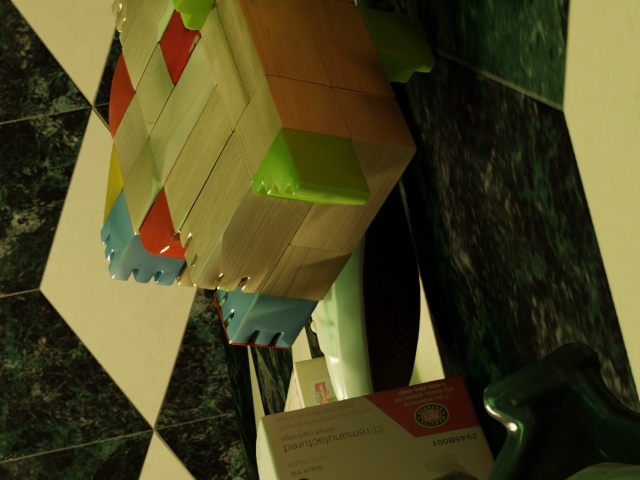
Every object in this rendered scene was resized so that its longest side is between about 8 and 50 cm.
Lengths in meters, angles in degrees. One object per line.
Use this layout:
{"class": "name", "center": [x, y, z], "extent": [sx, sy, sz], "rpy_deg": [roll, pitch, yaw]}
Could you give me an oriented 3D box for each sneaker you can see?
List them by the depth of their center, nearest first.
{"class": "sneaker", "center": [0.000, 0.000, 1.271], "extent": [0.106, 0.123, 0.290], "rpy_deg": [12, -111, -61]}

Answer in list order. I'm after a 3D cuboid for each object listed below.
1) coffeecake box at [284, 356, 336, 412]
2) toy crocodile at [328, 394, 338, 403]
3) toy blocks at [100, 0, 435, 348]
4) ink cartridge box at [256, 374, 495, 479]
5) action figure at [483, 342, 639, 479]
{"class": "coffeecake box", "center": [0.013, 0.212, 1.714], "extent": [0.185, 0.068, 0.142], "rpy_deg": [101, 156, -69]}
{"class": "toy crocodile", "center": [0.072, 0.238, 1.289], "extent": [0.115, 0.105, 0.340], "rpy_deg": [36, -166, -29]}
{"class": "toy blocks", "center": [-0.071, -0.076, 1.160], "extent": [0.261, 0.191, 0.381], "rpy_deg": [-59, 37, 37]}
{"class": "ink cartridge box", "center": [0.055, 0.217, 1.144], "extent": [0.092, 0.159, 0.218], "rpy_deg": [91, 165, -53]}
{"class": "action figure", "center": [0.115, 0.181, 0.341], "extent": [0.341, 0.330, 0.178], "rpy_deg": [43, 167, 14]}
